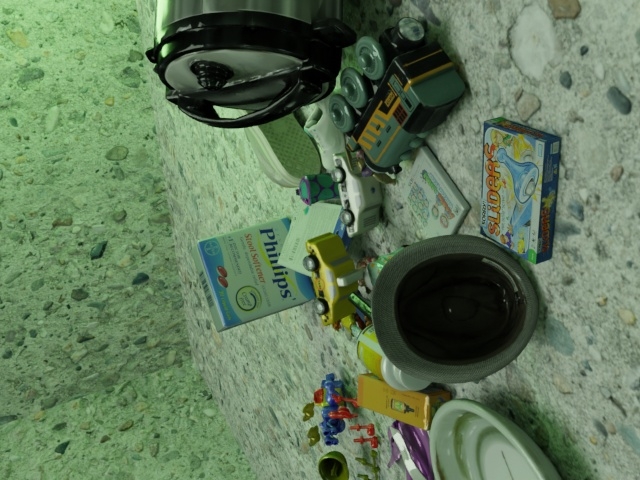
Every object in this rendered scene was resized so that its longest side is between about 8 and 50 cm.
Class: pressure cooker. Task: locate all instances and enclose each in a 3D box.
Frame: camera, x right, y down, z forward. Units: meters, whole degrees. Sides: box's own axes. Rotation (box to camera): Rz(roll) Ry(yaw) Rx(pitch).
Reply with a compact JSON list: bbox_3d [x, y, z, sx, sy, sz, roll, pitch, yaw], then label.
[{"bbox_3d":[-0.141,-0.423,1.357,0.370,0.375,0.420,151,121,-73],"label":"pressure cooker"}]

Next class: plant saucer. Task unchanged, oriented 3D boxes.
[{"bbox_3d":[0.355,0.473,1.305,0.400,0.100,0.400,46,145,46],"label":"plant saucer"}]

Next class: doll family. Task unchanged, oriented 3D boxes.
[{"bbox_3d":[0.080,0.155,1.693,0.163,0.118,0.263,52,149,42],"label":"doll family"}]

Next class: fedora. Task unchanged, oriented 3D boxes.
[{"bbox_3d":[0.223,0.117,1.202,0.124,0.275,0.243,66,-170,-82],"label":"fedora"}]

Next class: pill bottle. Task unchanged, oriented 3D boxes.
[{"bbox_3d":[0.166,0.256,1.542,0.215,0.117,0.117,-160,56,-71],"label":"pill bottle"}]

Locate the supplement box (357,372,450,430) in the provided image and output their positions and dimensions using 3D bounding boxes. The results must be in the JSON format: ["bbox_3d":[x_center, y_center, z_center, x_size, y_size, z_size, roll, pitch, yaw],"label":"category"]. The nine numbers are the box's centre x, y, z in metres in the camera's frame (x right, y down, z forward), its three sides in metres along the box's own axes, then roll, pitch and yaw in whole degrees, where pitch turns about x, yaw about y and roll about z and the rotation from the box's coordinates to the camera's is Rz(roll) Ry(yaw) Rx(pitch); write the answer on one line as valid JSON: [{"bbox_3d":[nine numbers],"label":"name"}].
[{"bbox_3d":[0.182,0.354,1.575,0.233,0.080,0.078,6,94,55],"label":"supplement box"}]

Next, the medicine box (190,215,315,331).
[{"bbox_3d":[-0.202,0.099,2.084,0.263,0.289,0.149,71,160,6],"label":"medicine box"}]

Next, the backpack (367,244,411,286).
[{"bbox_3d":[0.178,0.084,1.426,0.182,0.115,0.152,-137,34,-56],"label":"backpack"}]

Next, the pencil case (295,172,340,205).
[{"bbox_3d":[0.025,-0.117,1.590,0.064,0.152,0.070,19,113,58],"label":"pencil case"}]

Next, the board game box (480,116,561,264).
[{"bbox_3d":[0.310,-0.080,1.108,0.136,0.035,0.201,38,139,54],"label":"board game box"}]

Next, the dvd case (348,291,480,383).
[{"bbox_3d":[0.184,0.190,1.376,0.022,0.253,0.180,-57,36,5],"label":"dvd case"}]

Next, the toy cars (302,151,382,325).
[{"bbox_3d":[0.066,-0.014,1.486,0.087,0.176,0.393,-5,60,42],"label":"toy cars"}]

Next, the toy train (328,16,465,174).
[{"bbox_3d":[0.130,-0.251,1.286,0.190,0.142,0.334,59,155,12],"label":"toy train"}]

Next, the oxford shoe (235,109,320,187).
[{"bbox_3d":[-0.143,-0.322,1.831,0.449,0.169,0.130,63,158,11],"label":"oxford shoe"}]

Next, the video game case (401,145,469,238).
[{"bbox_3d":[0.216,-0.077,1.347,0.157,0.019,0.143,61,155,27],"label":"video game case"}]

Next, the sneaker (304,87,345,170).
[{"bbox_3d":[0.005,-0.248,1.618,0.080,0.094,0.212,51,149,40],"label":"sneaker"}]

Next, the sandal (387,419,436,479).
[{"bbox_3d":[0.215,0.533,1.664,0.169,0.102,0.416,5,109,64],"label":"sandal"}]

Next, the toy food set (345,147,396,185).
[{"bbox_3d":[0.107,-0.158,1.443,0.019,0.122,0.078,-38,54,39],"label":"toy food set"}]

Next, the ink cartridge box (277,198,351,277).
[{"bbox_3d":[0.000,0.000,1.741,0.311,0.065,0.185,14,85,66],"label":"ink cartridge box"}]

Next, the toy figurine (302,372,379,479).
[{"bbox_3d":[0.067,0.503,2.017,0.217,0.191,0.362,-86,-13,-57],"label":"toy figurine"}]
